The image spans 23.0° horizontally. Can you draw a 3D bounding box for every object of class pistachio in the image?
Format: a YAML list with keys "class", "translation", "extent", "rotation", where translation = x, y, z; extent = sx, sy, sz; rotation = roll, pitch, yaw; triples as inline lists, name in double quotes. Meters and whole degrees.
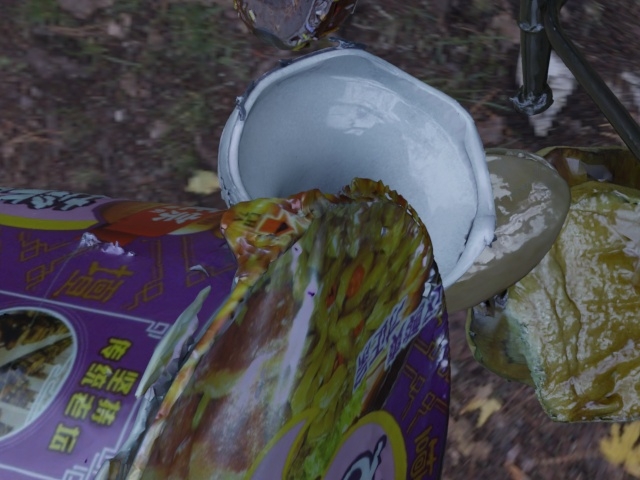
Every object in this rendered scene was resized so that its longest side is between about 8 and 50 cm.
- class: "pistachio"
  translation: [0.107, -0.006, 1.351]
  extent: [0.226, 0.136, 0.136]
  rotation: [-23, 88, 10]

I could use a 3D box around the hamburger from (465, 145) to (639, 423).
- class: "hamburger"
  translation: [0.280, 0.042, 1.643]
  extent: [0.265, 0.134, 0.285]
  rotation: [2, 106, -23]

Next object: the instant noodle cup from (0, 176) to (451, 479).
- class: "instant noodle cup"
  translation: [-0.126, 0.110, 0.650]
  extent: [0.266, 0.340, 0.340]
  rotation: [15, 99, 23]

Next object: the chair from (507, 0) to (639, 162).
- class: "chair"
  translation: [0.278, -0.202, 0.806]
  extent: [0.364, 0.362, 0.410]
  rotation: [-24, 130, 0]

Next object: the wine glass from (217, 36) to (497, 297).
- class: "wine glass"
  translation: [0.000, 0.000, 0.949]
  extent: [0.165, 0.165, 0.196]
  rotation: [45, 148, 9]

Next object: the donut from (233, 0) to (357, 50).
- class: "donut"
  translation: [-0.029, -0.352, 2.005]
  extent: [0.230, 0.096, 0.216]
  rotation: [-2, 102, 51]
